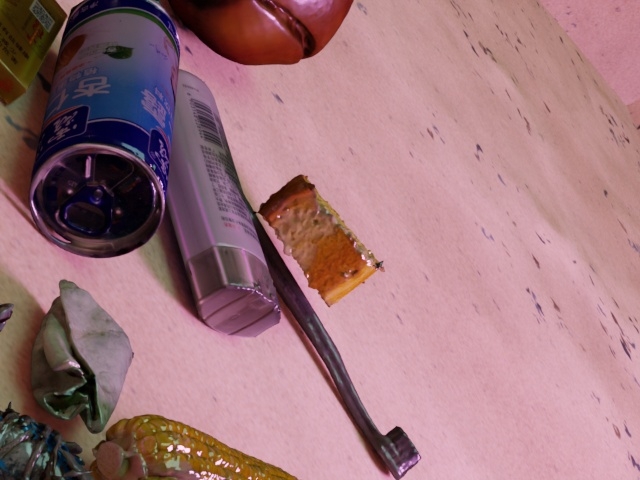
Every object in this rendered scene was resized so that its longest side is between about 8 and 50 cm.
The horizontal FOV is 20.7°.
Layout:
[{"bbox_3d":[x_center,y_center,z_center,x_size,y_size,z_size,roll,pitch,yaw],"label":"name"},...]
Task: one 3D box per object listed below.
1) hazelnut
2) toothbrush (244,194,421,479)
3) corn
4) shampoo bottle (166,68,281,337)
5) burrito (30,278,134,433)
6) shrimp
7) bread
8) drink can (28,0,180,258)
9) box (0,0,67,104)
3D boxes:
[{"bbox_3d":[-0.056,-0.250,1.653,0.208,0.208,0.208,48,21,-26],"label":"hazelnut"},{"bbox_3d":[-0.005,0.072,1.488,0.297,0.030,0.030,57,-7,2],"label":"toothbrush"},{"bbox_3d":[-0.066,0.167,1.113,0.238,0.080,0.080,37,28,-52],"label":"corn"},{"bbox_3d":[-0.091,-0.033,1.394,0.086,0.056,0.227,36,29,-52],"label":"shampoo bottle"},{"bbox_3d":[-0.152,0.077,1.090,0.074,0.044,0.118,50,18,-15],"label":"burrito"},{"bbox_3d":[-0.171,0.122,0.977,0.174,0.076,0.082,59,-22,17],"label":"shrimp"},{"bbox_3d":[0.000,0.000,1.460,0.103,0.065,0.187,54,-1,3],"label":"bread"},{"bbox_3d":[-0.153,-0.090,1.273,0.097,0.097,0.235,48,22,-27],"label":"drink can"},{"bbox_3d":[-0.235,-0.166,1.298,0.089,0.022,0.156,51,20,-22],"label":"box"}]
